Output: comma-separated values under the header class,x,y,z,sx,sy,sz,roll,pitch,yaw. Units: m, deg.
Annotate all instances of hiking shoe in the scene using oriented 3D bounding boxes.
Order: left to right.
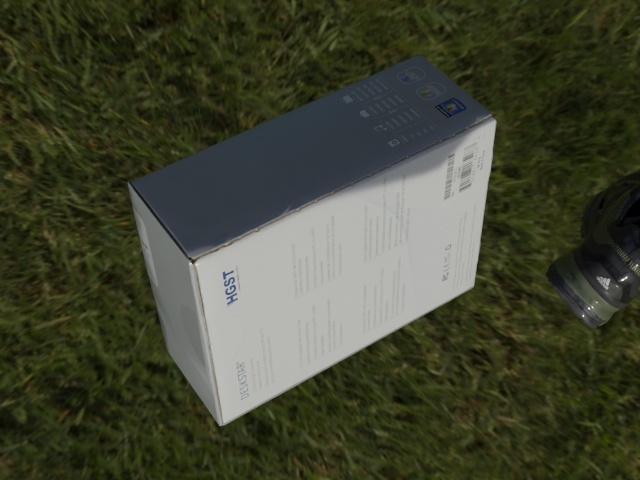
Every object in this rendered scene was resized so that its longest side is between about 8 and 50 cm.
class,x,y,z,sx,sy,sz,roll,pitch,yaw
hiking shoe,0.274,-0.010,0.866,0.086,0.227,0.114,49,128,-2

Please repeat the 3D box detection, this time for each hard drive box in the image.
class,x,y,z,sx,sy,sz,roll,pitch,yaw
hard drive box,0.000,0.000,0.737,0.232,0.181,0.089,-26,52,-21
